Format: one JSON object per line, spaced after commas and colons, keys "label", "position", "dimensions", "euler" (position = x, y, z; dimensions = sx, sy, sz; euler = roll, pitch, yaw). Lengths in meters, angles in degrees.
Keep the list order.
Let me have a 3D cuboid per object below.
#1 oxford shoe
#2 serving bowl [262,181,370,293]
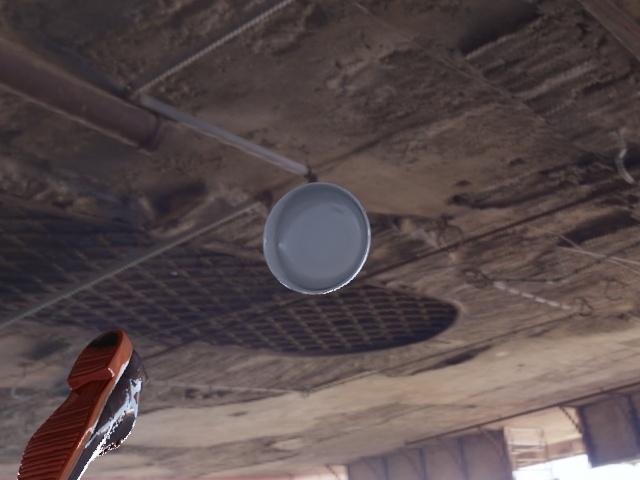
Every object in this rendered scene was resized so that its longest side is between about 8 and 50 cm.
{"label": "oxford shoe", "position": [-0.276, 0.234, 1.125], "dimensions": [0.097, 0.098, 0.271], "euler": [-14, -145, 30]}
{"label": "serving bowl", "position": [0.000, 0.000, 0.691], "dimensions": [0.083, 0.027, 0.083], "euler": [-3, -101, 18]}
